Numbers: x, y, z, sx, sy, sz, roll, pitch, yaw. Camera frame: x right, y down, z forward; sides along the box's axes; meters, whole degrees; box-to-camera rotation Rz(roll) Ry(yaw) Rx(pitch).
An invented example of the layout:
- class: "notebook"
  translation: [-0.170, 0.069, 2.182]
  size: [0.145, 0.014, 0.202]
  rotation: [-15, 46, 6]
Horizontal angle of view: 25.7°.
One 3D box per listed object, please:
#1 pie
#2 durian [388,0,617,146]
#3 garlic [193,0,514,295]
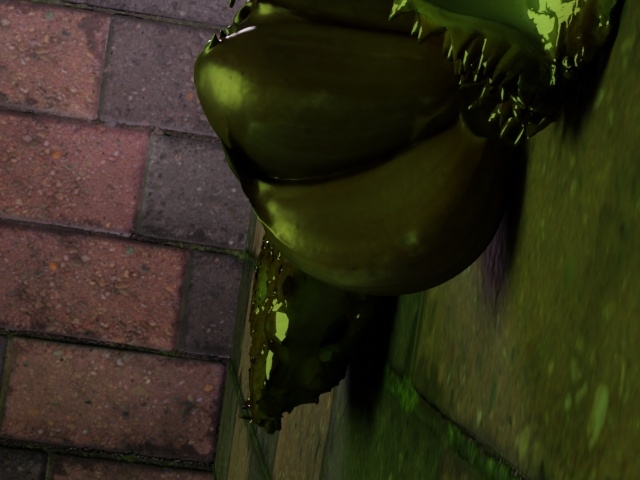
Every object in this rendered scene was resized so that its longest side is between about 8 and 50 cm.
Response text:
- class: "pie"
  translation: [0.000, 0.000, 1.211]
  size: [0.288, 0.103, 0.354]
  rotation: [118, 164, -73]
- class: "durian"
  translation: [0.091, -0.171, 0.644]
  size: [0.139, 0.144, 0.252]
  rotation: [31, 110, 59]
- class: "garlic"
  translation: [0.033, -0.079, 0.814]
  size: [0.160, 0.191, 0.214]
  rotation: [-11, -81, -71]
